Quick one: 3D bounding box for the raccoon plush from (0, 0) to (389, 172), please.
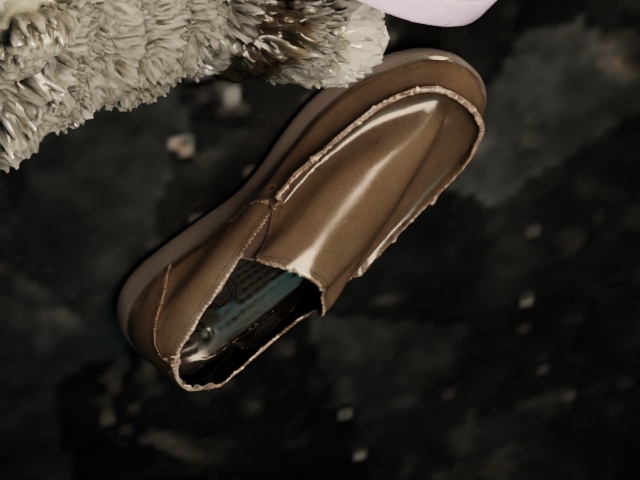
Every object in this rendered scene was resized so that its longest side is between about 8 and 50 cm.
[{"bbox_3d":[-0.109,-0.143,1.220,0.446,0.299,0.216,0,123,-21],"label":"raccoon plush"}]

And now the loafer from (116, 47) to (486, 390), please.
[{"bbox_3d":[0.000,0.000,1.472,0.366,0.130,0.134,-43,127,12],"label":"loafer"}]

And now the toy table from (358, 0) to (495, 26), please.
[{"bbox_3d":[0.069,-0.266,1.251,0.274,0.252,0.161,3,142,-50],"label":"toy table"}]
